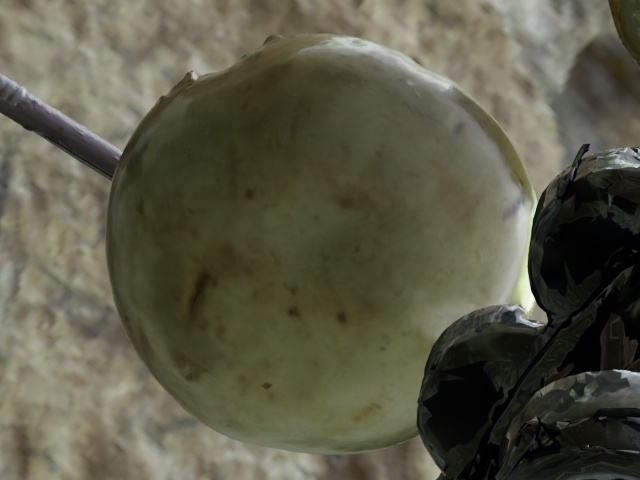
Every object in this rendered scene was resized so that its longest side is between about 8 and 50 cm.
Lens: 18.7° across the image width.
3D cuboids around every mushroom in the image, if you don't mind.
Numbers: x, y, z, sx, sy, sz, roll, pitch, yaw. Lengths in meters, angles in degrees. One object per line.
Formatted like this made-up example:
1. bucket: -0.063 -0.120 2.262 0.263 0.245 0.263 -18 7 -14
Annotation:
1. mushroom: 0.000 0.000 0.741 0.166 0.166 0.127 36 -161 -10

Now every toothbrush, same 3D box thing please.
1. toothbrush: -0.153 -0.074 1.025 0.354 0.029 0.024 33 -160 -7

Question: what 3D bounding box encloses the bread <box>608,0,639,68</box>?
1. bread: 0.250 -0.138 0.907 0.236 0.236 0.070 45 -152 1

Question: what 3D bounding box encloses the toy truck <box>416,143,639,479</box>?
1. toy truck: 0.068 0.114 0.454 0.155 0.268 0.124 30 -149 -5
